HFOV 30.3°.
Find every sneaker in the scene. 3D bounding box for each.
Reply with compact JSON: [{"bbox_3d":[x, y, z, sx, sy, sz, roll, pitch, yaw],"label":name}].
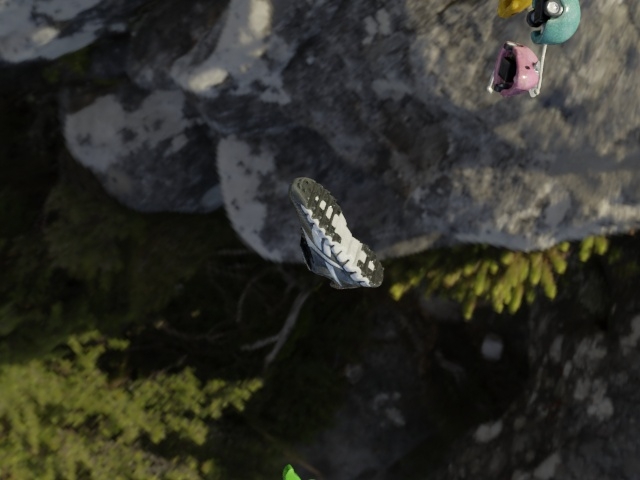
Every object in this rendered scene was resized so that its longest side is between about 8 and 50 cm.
[{"bbox_3d":[0.000,0.000,1.902,0.106,0.078,0.234,-19,124,32],"label":"sneaker"}]

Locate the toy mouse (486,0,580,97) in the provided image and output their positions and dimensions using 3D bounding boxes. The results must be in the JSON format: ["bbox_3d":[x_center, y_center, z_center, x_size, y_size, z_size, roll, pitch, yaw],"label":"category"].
[{"bbox_3d":[0.157,-0.149,0.852,0.031,0.143,0.161,6,133,-11],"label":"toy mouse"}]

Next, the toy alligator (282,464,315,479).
[{"bbox_3d":[-0.019,0.374,1.537,0.051,0.056,0.190,-9,109,-16],"label":"toy alligator"}]
